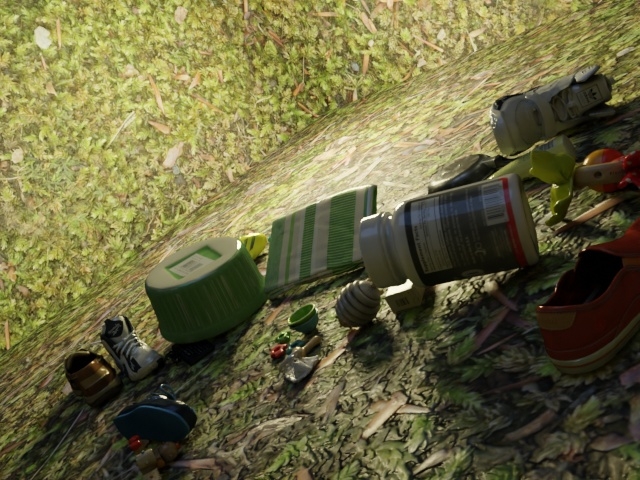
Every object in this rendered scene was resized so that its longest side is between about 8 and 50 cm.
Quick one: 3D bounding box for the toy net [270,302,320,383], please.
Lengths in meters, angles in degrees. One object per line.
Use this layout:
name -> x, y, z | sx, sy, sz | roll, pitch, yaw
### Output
toy net -> -0.058, 0.207, 1.373 | 0.122, 0.045, 0.232 | -27, 17, 12

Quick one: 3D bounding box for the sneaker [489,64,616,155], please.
sneaker -> 0.542, -0.309, 1.616 | 0.210, 0.137, 0.366 | -17, 10, 42

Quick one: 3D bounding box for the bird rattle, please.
bird rattle -> 0.508, -0.130, 1.244 | 0.254, 0.143, 0.207 | -17, 5, 32

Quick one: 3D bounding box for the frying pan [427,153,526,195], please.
frying pan -> 0.381, -0.164, 1.702 | 0.197, 0.053, 0.326 | -38, 14, -24

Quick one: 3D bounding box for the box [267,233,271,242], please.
box -> -0.013, -0.017, 1.863 | 0.244, 0.100, 0.060 | -22, 20, 30

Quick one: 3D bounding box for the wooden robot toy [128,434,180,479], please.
wooden robot toy -> -0.289, 0.378, 1.245 | 0.079, 0.076, 0.173 | -24, 14, -16

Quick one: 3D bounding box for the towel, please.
towel -> 0.000, 0.000, 1.726 | 0.325, 0.038, 0.247 | -22, 47, 32

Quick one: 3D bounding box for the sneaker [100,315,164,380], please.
sneaker -> -0.495, 0.265, 1.787 | 0.094, 0.153, 0.235 | -38, 18, -21

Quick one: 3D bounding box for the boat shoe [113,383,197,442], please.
boat shoe -> -0.318, 0.330, 1.368 | 0.258, 0.109, 0.089 | -11, 22, 45

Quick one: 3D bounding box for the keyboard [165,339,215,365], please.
keyboard -> -0.329, 0.261, 1.712 | 0.100, 0.038, 0.192 | -37, 16, -20

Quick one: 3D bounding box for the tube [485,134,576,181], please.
tube -> 0.442, -0.155, 1.553 | 0.240, 0.070, 0.062 | -26, 54, 36

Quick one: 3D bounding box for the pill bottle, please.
pill bottle -> 0.224, -0.007, 1.230 | 0.284, 0.161, 0.161 | -14, 22, 22

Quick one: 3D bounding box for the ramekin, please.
ramekin -> -0.297, 0.115, 1.793 | 0.304, 0.148, 0.303 | -18, 23, 8

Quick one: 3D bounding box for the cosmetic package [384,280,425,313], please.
cosmetic package -> 0.166, 0.087, 1.337 | 0.060, 0.041, 0.115 | -21, 18, 28

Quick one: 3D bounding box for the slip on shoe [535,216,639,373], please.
slip on shoe -> 0.404, 0.041, 0.948 | 0.331, 0.101, 0.123 | -38, 16, -28

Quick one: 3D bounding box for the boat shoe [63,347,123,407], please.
boat shoe -> -0.607, 0.336, 1.835 | 0.123, 0.119, 0.324 | -39, 18, -26

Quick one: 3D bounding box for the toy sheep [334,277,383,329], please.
toy sheep -> 0.075, 0.116, 1.331 | 0.132, 0.091, 0.091 | -59, 3, 27

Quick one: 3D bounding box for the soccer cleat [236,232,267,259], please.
soccer cleat -> -0.261, 0.079, 2.093 | 0.289, 0.093, 0.121 | -34, 46, -27
